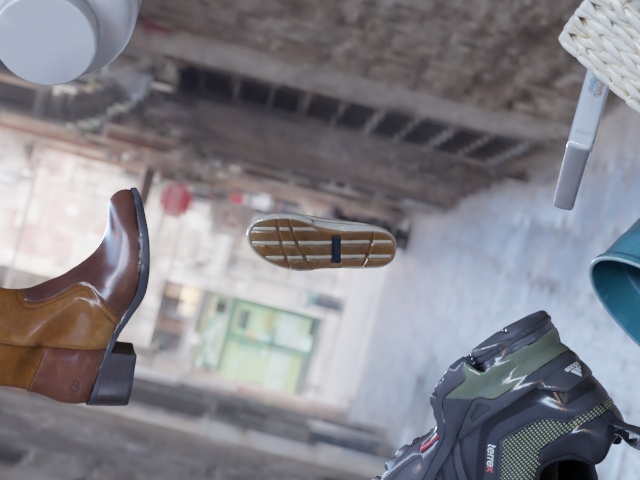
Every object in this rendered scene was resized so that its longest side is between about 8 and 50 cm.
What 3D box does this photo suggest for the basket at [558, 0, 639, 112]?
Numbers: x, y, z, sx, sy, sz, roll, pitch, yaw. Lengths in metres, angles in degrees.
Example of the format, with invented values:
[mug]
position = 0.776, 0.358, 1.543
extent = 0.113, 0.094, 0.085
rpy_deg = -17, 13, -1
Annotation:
[basket]
position = 0.274, -0.182, 1.326
extent = 0.103, 0.113, 0.167
rpy_deg = -50, -6, 29

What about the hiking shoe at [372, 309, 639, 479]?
[hiking shoe]
position = 0.093, 0.148, 0.895
extent = 0.086, 0.114, 0.227
rpy_deg = -23, -31, -39

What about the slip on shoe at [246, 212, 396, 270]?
[slip on shoe]
position = 0.000, 0.000, 1.481
extent = 0.041, 0.135, 0.051
rpy_deg = -125, 37, -77

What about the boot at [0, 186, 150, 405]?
[boot]
position = -0.345, 0.054, 1.895
extent = 0.096, 0.280, 0.264
rpy_deg = -134, 53, -74

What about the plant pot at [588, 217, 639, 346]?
[plant pot]
position = 0.489, 0.022, 1.854
extent = 0.255, 0.271, 0.271
rpy_deg = -47, -4, -12

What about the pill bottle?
[pill bottle]
position = -0.237, -0.250, 1.548
extent = 0.264, 0.146, 0.146
rpy_deg = -86, 10, -56

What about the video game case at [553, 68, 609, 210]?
[video game case]
position = 0.274, -0.154, 1.627
extent = 0.227, 0.026, 0.206
rpy_deg = 71, -145, -75
